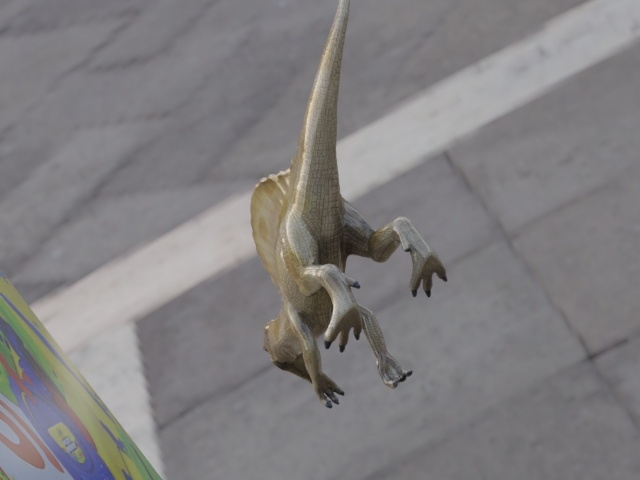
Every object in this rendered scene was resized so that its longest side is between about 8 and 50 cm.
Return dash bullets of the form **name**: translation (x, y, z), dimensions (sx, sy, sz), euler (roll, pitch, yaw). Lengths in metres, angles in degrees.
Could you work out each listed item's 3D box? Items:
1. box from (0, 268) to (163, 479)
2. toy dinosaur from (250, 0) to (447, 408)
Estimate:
- **box**: translation (-0.113, 0.116, 0.436), dimensions (0.177, 0.279, 0.290), euler (-37, -7, -3)
- **toy dinosaur**: translation (0.000, 0.000, 0.704), dimensions (0.053, 0.183, 0.092), euler (-16, 41, -32)
